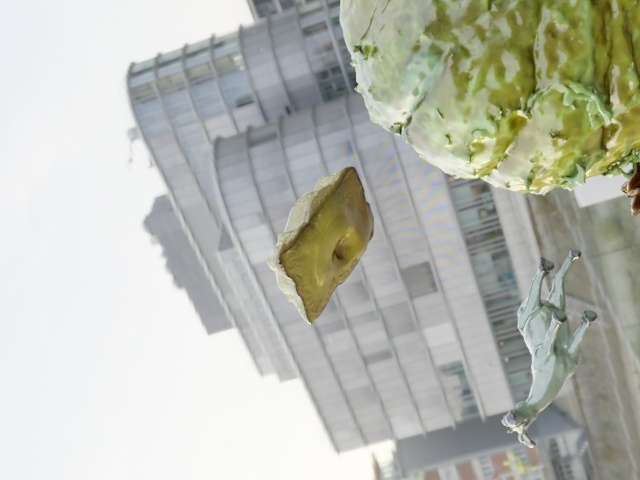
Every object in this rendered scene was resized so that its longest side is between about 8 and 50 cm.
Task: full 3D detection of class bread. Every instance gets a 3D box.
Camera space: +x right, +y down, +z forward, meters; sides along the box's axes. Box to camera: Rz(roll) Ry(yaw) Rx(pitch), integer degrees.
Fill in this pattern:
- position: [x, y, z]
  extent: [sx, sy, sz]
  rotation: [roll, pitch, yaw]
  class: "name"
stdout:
- position: [0.000, 0.000, 1.361]
  extent: [0.233, 0.088, 0.161]
  rotation: [-49, -38, -31]
  class: "bread"

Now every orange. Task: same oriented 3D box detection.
- position: [0.156, -0.183, 0.710]
  extent: [0.223, 0.300, 0.301]
  rotation: [112, -176, -59]
  class: "orange"

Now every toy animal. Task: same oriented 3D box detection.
- position: [0.272, 0.126, 1.067]
  extent: [0.217, 0.073, 0.176]
  rotation: [-78, 6, -52]
  class: "toy animal"

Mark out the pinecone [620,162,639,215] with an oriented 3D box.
- position: [0.479, -0.071, 1.122]
  extent: [0.173, 0.173, 0.173]
  rotation: [-17, -90, -80]
  class: "pinecone"
